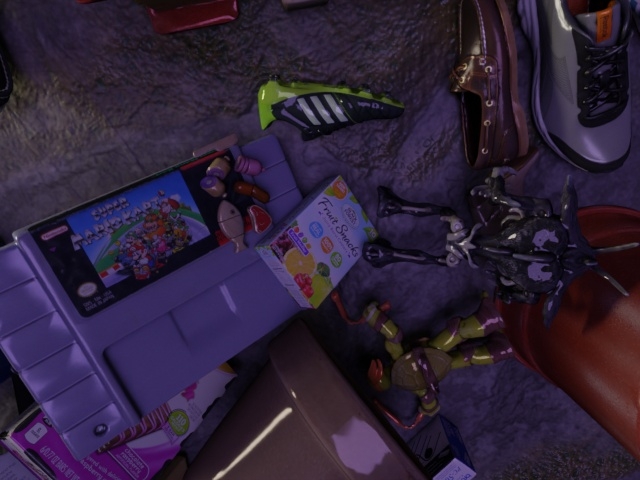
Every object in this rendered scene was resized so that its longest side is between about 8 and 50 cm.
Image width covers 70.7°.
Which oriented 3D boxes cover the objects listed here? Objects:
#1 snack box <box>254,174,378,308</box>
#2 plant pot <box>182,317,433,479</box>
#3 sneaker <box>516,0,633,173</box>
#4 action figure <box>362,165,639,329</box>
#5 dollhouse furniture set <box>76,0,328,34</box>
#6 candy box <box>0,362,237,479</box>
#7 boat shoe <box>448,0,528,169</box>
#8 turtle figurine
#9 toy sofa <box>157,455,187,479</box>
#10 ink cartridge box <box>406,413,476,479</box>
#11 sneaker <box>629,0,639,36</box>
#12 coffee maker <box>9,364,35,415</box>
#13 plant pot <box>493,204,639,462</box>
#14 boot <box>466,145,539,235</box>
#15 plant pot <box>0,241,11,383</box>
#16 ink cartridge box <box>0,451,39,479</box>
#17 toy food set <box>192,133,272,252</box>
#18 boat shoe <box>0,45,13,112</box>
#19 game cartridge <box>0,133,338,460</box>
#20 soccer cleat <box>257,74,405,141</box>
[{"bbox_3d":[0.000,0.000,0.560,0.141,0.037,0.100,-47,114,-30],"label":"snack box"},{"bbox_3d":[-0.028,0.265,0.540,0.229,0.263,0.263,-40,103,-7],"label":"plant pot"},{"bbox_3d":[0.299,-0.200,0.512,0.100,0.108,0.271,-22,106,5],"label":"sneaker"},{"bbox_3d":[0.195,-0.004,0.522,0.276,0.141,0.164,11,110,30],"label":"action figure"},{"bbox_3d":[-0.039,-0.320,0.428,0.374,0.201,0.152,-9,106,3],"label":"dollhouse furniture set"},{"bbox_3d":[-0.235,0.203,0.567,0.071,0.233,0.159,-23,109,41],"label":"candy box"},{"bbox_3d":[0.191,-0.185,0.533,0.073,0.073,0.207,-17,105,3],"label":"boat shoe"},{"bbox_3d":[0.144,0.152,0.620,0.217,0.087,0.269,-26,109,7],"label":"turtle figurine"},{"bbox_3d":[-0.086,0.454,0.627,0.363,0.150,0.177,4,112,19],"label":"toy sofa"},{"bbox_3d":[0.135,0.372,0.684,0.046,0.097,0.207,38,103,-9],"label":"ink cartridge box"},{"bbox_3d":[0.374,-0.279,0.503,0.161,0.075,0.057,42,102,-11],"label":"sneaker"},{"bbox_3d":[-0.371,0.237,0.634,0.171,0.120,0.178,4,106,0],"label":"coffee maker"},{"bbox_3d":[0.386,0.119,0.523,0.273,0.265,0.272,0,107,0],"label":"plant pot"},{"bbox_3d":[0.251,-0.054,0.592,0.118,0.042,0.087,-37,108,12],"label":"boot"},{"bbox_3d":[-0.536,0.098,0.541,0.236,0.236,0.212,0,101,1],"label":"plant pot"},{"bbox_3d":[-0.390,0.405,0.618,0.330,0.071,0.324,44,133,8],"label":"ink cartridge box"},{"bbox_3d":[-0.089,-0.055,0.507,0.078,0.019,0.122,-33,108,-28],"label":"toy food set"},{"bbox_3d":[-0.425,-0.288,0.484,0.091,0.114,0.302,-24,106,13],"label":"boat shoe"},{"bbox_3d":[-0.158,0.040,0.511,0.355,0.068,0.230,-31,111,-28],"label":"game cartridge"},{"bbox_3d":[0.011,-0.158,0.554,0.179,0.060,0.072,8,116,5],"label":"soccer cleat"}]
